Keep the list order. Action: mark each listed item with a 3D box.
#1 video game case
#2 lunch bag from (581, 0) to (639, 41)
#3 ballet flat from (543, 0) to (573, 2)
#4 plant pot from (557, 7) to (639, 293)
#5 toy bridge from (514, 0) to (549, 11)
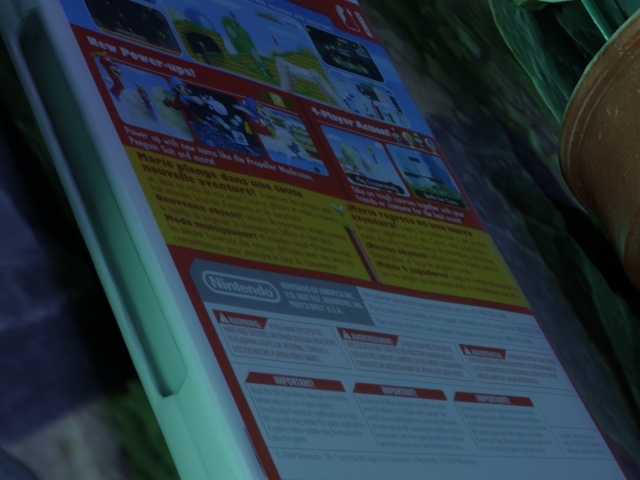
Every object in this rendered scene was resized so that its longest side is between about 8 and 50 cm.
[{"bbox_3d":[0.000,0.000,0.497,0.204,0.025,0.285,12,44,-49],"label":"video game case"},{"bbox_3d":[0.254,-0.151,0.911,0.223,0.160,0.262,58,-6,3],"label":"lunch bag"},{"bbox_3d":[0.092,-0.228,0.732,0.482,0.182,0.164,34,12,17],"label":"ballet flat"},{"bbox_3d":[0.270,0.033,0.647,0.272,0.272,0.265,20,47,-42],"label":"plant pot"},{"bbox_3d":[0.097,-0.226,0.960,0.063,0.026,0.188,-1,54,-59],"label":"toy bridge"}]
